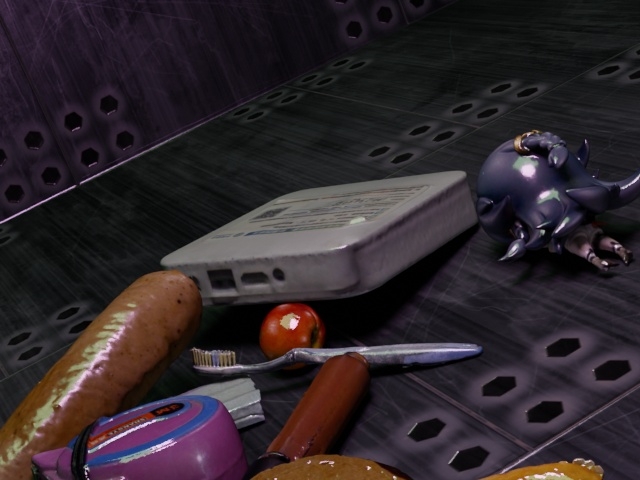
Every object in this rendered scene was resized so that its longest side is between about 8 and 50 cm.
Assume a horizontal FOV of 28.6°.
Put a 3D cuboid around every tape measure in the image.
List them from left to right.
[{"bbox_3d":[-0.206,0.282,1.496,0.231,0.149,0.245,-19,10,-22],"label":"tape measure"}]

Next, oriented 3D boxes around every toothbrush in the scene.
[{"bbox_3d":[0.014,0.157,1.685,0.413,0.042,0.035,-4,16,18],"label":"toothbrush"}]

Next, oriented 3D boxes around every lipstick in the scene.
[{"bbox_3d":[-0.029,0.255,1.479,0.077,0.077,0.418,-10,22,28],"label":"lipstick"}]

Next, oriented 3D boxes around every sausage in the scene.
[{"bbox_3d":[-0.321,0.223,1.661,0.501,0.123,0.136,-53,-5,-31],"label":"sausage"}]

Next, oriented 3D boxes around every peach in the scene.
[{"bbox_3d":[-0.043,0.135,1.772,0.100,0.101,0.101,-19,20,7],"label":"peach"}]

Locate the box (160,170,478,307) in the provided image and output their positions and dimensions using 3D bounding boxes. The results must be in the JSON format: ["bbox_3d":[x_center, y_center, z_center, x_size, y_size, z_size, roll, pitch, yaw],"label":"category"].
[{"bbox_3d":[0.000,0.001,1.971,0.396,0.111,0.396,-6,15,38],"label":"box"}]

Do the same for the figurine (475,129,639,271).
[{"bbox_3d":[0.332,-0.056,1.783,0.175,0.197,0.265,8,-4,-37],"label":"figurine"}]

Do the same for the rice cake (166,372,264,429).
[{"bbox_3d":[-0.193,0.251,1.698,0.237,0.043,0.127,-24,19,-8],"label":"rice cake"}]

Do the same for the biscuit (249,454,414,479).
[{"bbox_3d":[0.015,0.297,1.295,0.226,0.042,0.226,-1,29,0],"label":"biscuit"}]

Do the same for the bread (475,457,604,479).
[{"bbox_3d":[0.138,0.295,1.115,0.288,0.152,0.119,-17,-18,12],"label":"bread"}]
